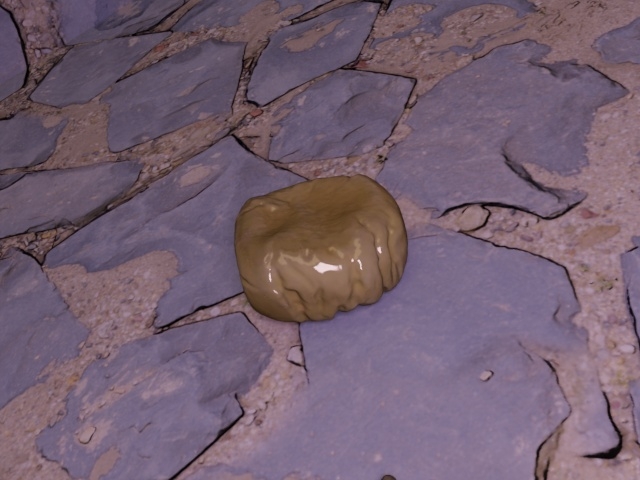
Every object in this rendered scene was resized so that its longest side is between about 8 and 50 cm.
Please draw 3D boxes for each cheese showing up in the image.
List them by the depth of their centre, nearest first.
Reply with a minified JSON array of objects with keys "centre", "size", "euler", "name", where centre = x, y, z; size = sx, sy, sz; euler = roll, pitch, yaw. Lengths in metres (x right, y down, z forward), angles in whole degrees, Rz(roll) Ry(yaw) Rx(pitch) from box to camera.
[{"centre":[0.000,0.000,0.898],"size":[0.214,0.117,0.226],"euler":[-10,38,10],"name":"cheese"}]

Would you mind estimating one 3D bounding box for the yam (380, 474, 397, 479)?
[{"centre":[0.042,0.266,0.656],"size":[0.021,0.021,0.116],"euler":[8,51,35],"name":"yam"}]
